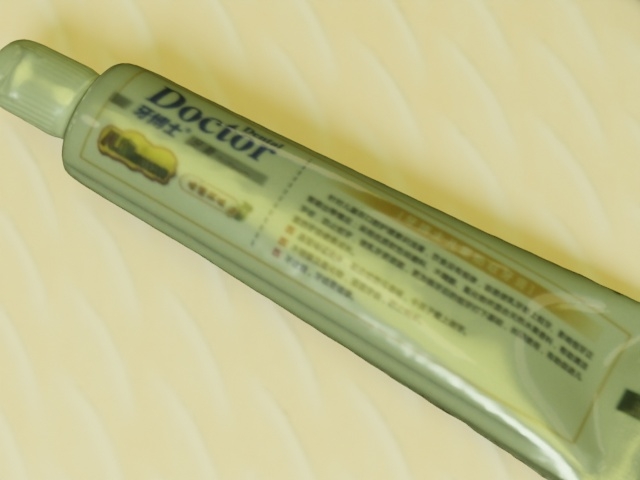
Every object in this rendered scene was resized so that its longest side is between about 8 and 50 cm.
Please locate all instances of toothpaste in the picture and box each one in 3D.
[{"bbox_3d":[0.000,0.000,0.511,0.255,0.037,0.067,28,68,12],"label":"toothpaste"}]
